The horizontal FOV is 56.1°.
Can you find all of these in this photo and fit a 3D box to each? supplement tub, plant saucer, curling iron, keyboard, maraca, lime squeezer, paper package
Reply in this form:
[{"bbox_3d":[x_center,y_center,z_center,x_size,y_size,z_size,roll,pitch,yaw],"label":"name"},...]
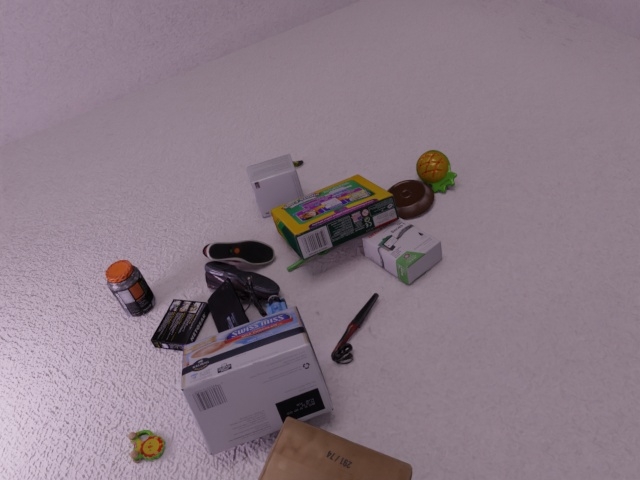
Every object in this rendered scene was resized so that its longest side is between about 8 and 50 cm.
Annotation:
[{"bbox_3d":[-0.655,0.163,2.067,0.117,0.190,0.117,-9,42,8],"label":"supplement tub"},{"bbox_3d":[0.318,-0.162,2.218,0.199,0.036,0.198,-13,46,13],"label":"plant saucer"},{"bbox_3d":[0.113,0.268,1.838,0.068,0.035,0.274,16,51,25],"label":"curling iron"},{"bbox_3d":[-0.250,0.241,1.902,0.201,0.033,0.317,-45,50,16],"label":"keyboard"},{"bbox_3d":[0.434,-0.261,2.261,0.127,0.099,0.185,-41,59,18],"label":"maraca"},{"bbox_3d":[0.000,0.000,2.144,0.110,0.058,0.310,16,52,30],"label":"lime squeezer"},{"bbox_3d":[0.017,0.609,1.359,0.325,0.168,0.309,16,49,14],"label":"paper package"}]

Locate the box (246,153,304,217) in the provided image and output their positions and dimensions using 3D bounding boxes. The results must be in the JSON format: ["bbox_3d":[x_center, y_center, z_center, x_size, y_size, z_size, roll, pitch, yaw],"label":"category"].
[{"bbox_3d":[-0.172,-0.211,2.327,0.182,0.180,0.119,-17,43,-2],"label":"box"}]

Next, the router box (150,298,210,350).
[{"bbox_3d":[-0.462,0.279,1.992,0.133,0.046,0.178,3,45,19],"label":"router box"}]

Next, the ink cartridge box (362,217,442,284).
[{"bbox_3d":[0.269,0.026,2.005,0.160,0.092,0.219,-36,46,-21],"label":"ink cartridge box"}]

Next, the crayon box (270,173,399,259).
[{"bbox_3d":[0.041,-0.092,2.106,0.363,0.106,0.313,-23,24,-11],"label":"crayon box"}]

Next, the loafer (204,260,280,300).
[{"bbox_3d":[-0.269,0.155,2.053,0.303,0.095,0.109,19,21,27],"label":"loafer"}]

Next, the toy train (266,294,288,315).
[{"bbox_3d":[-0.123,0.248,1.878,0.080,0.105,0.184,-18,42,-3],"label":"toy train"}]

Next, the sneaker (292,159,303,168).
[{"bbox_3d":[-0.111,-0.321,2.535,0.083,0.035,0.031,-27,44,-12],"label":"sneaker"}]

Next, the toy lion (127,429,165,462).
[{"bbox_3d":[-0.489,0.577,1.697,0.096,0.034,0.100,-17,41,-11],"label":"toy lion"}]

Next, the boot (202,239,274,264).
[{"bbox_3d":[-0.297,0.041,2.173,0.245,0.088,0.176,4,-2,-17],"label":"boot"}]

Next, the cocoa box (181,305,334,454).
[{"bbox_3d":[-0.176,0.371,1.634,0.347,0.231,0.228,-19,23,-4],"label":"cocoa box"}]
